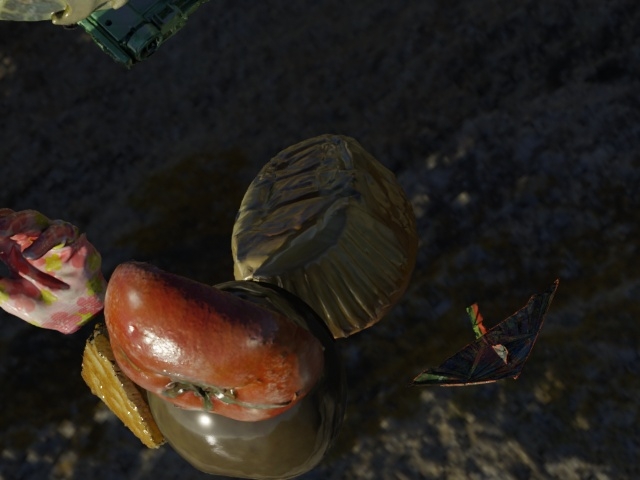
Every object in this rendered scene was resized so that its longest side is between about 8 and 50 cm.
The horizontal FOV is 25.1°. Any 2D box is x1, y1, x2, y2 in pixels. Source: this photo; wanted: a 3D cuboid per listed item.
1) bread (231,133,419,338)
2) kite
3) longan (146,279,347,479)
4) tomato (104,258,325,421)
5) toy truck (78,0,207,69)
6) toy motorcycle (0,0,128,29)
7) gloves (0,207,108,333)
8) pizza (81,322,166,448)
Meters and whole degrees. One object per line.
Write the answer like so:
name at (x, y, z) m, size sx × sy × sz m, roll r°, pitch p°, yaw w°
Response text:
bread at (0.012, -0.003, 1.946) m, size 0.236 × 0.183 × 0.388 m, roll -17°, pitch 26°, yaw 19°
kite at (0.168, 0.100, 1.428) m, size 0.190 × 0.010 × 0.159 m, roll -35°, pitch 24°, yaw 0°
longan at (-0.084, 0.169, 1.666) m, size 0.248 × 0.248 × 0.248 m, roll -18°, pitch 50°, yaw 23°
tomato at (-0.118, 0.113, 1.435) m, size 0.237 × 0.237 × 0.095 m, roll 5°, pitch 64°, yaw 37°
toy truck at (-0.190, -0.323, 1.866) m, size 0.128 × 0.135 × 0.259 m, roll 43°, pitch 70°, yaw 11°
toy motorcycle at (-0.276, -0.350, 1.589) m, size 0.410 × 0.237 × 0.168 m, roll -10°, pitch 68°, yaw -17°
gloves at (-0.389, 0.018, 1.899) m, size 0.145 × 0.241 × 0.126 m, roll -23°, pitch 25°, yaw 39°
pizza at (-0.272, 0.186, 1.936) m, size 0.062 × 0.188 × 0.199 m, roll -32°, pitch 18°, yaw -24°
